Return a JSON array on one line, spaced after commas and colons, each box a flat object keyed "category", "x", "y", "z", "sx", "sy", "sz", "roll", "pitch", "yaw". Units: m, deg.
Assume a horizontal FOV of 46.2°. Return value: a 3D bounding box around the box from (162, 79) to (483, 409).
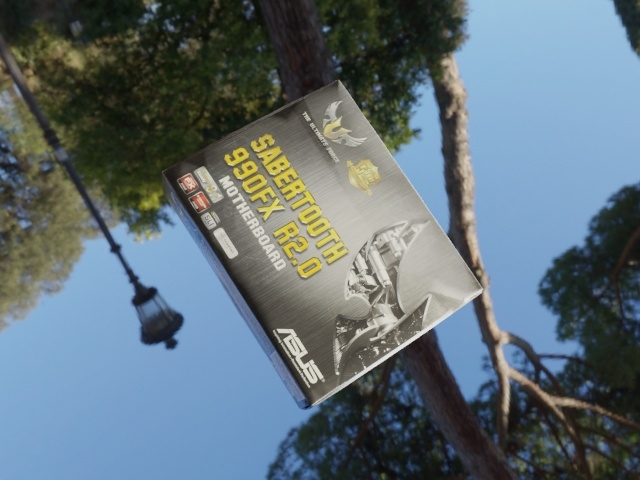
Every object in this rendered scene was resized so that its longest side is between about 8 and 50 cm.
[{"category": "box", "x": 0.000, "y": 0.000, "z": 0.651, "sx": 0.183, "sy": 0.231, "sz": 0.056, "roll": -30, "pitch": 172, "yaw": -17}]
